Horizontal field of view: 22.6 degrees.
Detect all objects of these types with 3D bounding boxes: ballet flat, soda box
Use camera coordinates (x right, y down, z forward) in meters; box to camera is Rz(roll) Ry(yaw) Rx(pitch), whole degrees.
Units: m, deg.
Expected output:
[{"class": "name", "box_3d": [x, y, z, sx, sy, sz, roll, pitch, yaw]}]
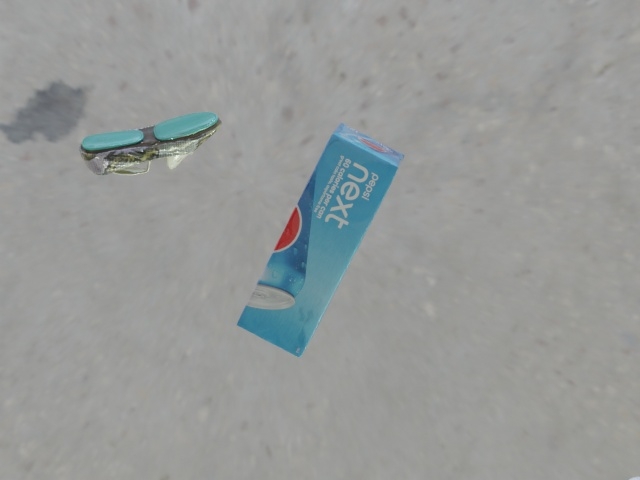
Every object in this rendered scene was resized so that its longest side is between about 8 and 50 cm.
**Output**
[{"class": "ballet flat", "box_3d": [-0.133, -0.074, 1.278, 0.114, 0.041, 0.041, -12, 92, -1]}, {"class": "soda box", "box_3d": [0.000, 0.000, 1.515, 0.071, 0.067, 0.210, 27, 105, 2]}]

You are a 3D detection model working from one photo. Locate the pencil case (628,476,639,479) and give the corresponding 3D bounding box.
[{"class": "pencil case", "box_3d": [0.471, 0.301, 1.767, 0.273, 0.124, 0.113, -10, 69, 16]}]
